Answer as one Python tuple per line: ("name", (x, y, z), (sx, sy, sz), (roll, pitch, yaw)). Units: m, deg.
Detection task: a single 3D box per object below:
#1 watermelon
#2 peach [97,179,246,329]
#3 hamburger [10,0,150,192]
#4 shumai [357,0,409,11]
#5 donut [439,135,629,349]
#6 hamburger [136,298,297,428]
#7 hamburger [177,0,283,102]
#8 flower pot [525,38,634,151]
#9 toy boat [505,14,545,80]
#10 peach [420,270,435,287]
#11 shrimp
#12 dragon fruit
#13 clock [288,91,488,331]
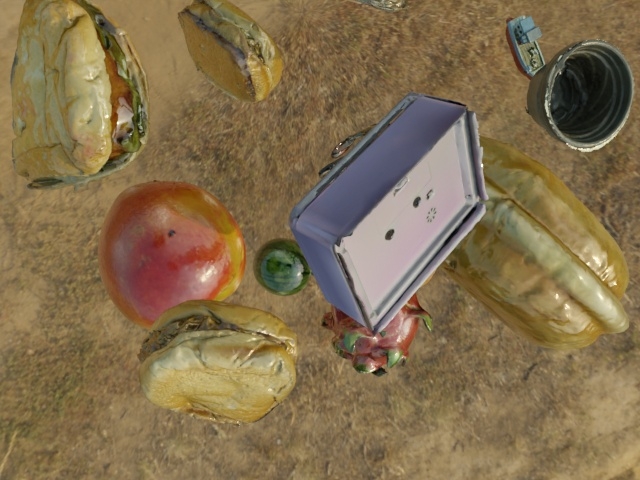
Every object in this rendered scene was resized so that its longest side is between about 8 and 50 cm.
("watermelon", (-0.109, 0.086, 1.972), (0.215, 0.188, 0.187), (7, 110, 7))
("peach", (-0.386, 0.027, 1.566), (0.389, 0.388, 0.387), (-1, 110, -2))
("hamburger", (-0.368, -0.208, 0.982), (0.209, 0.162, 0.329), (26, 111, 26))
("shumai", (0.139, -0.645, 1.509), (0.202, 0.201, 0.120), (15, 126, -7))
("donut", (0.282, -0.004, 0.964), (0.449, 0.449, 0.198), (40, 95, -15))
("hamburger", (-0.138, 0.166, 0.821), (0.214, 0.108, 0.213), (1, 137, 1))
("hamburger", (-0.247, -0.528, 1.687), (0.305, 0.284, 0.174), (37, 80, 11))
("flower pot", (0.548, -0.316, 1.346), (0.236, 0.140, 0.235), (-4, 101, -18))
("toy boat", (0.492, -0.450, 1.448), (0.069, 0.059, 0.172), (-31, 105, -24))
("peach", (0.128, 0.004, 1.323), (0.257, 0.232, 0.232), (14, 112, 25))
("shrimp", (0.094, -0.245, 1.650), (0.253, 0.173, 0.058), (-31, 126, -4))
("dragon fruit", (0.077, 0.068, 0.849), (0.137, 0.135, 0.235), (9, 75, -26))
("clock", (0.074, -0.028, 0.586), (0.193, 0.073, 0.144), (-46, 140, -20))
